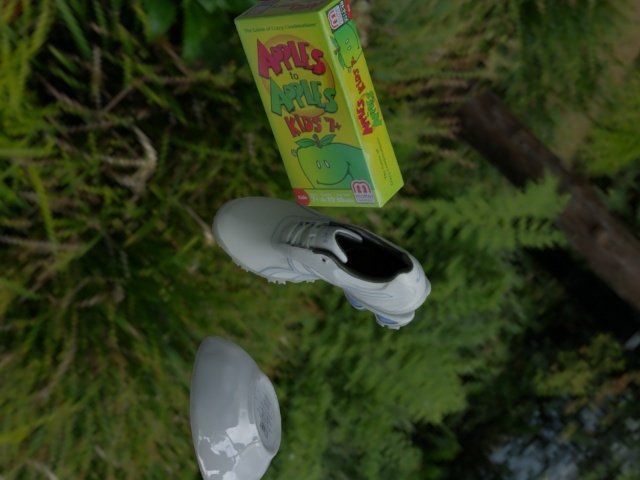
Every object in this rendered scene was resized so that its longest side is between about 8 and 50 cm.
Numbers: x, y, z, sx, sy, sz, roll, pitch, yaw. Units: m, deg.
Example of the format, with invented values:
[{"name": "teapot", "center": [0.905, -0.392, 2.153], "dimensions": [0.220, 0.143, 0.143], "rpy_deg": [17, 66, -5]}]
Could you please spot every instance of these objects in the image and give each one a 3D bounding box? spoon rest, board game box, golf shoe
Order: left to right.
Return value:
[{"name": "spoon rest", "center": [-0.063, 0.198, 1.119], "dimensions": [0.084, 0.137, 0.276], "rpy_deg": [-11, 132, 16]}, {"name": "board game box", "center": [0.000, -0.117, 1.090], "dimensions": [0.043, 0.092, 0.181], "rpy_deg": [-44, 125, -42]}, {"name": "golf shoe", "center": [0.000, 0.000, 0.950], "dimensions": [0.086, 0.176, 0.069], "rpy_deg": [84, 28, -67]}]
